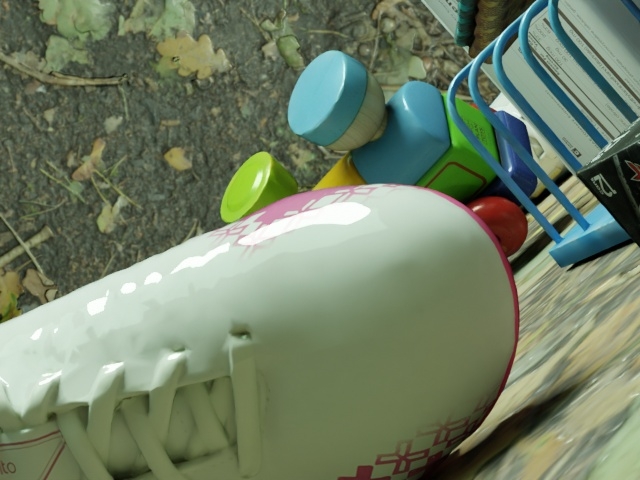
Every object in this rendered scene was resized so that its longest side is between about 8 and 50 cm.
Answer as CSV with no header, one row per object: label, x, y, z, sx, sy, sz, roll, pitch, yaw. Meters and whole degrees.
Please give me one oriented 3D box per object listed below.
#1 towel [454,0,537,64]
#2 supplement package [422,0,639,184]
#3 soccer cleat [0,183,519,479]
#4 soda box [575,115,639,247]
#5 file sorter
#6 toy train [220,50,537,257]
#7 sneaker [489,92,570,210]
towel,0.179,-0.270,0.817,0.370,0.040,0.271,-50,-15,-12
supplement package,0.200,-0.195,1.028,0.262,0.204,0.145,-41,0,-20
soccer cleat,-0.078,0.073,0.658,0.331,0.116,0.143,-23,-5,42
soda box,0.159,-0.057,0.535,0.169,0.053,0.060,-41,2,-15
file sorter,0.139,-0.074,0.783,0.118,0.104,0.170,-41,1,-14
toy train,0.000,0.000,1.076,0.248,0.143,0.105,-46,30,32
sneaker,0.146,-0.063,1.332,0.229,0.087,0.092,-50,1,44
